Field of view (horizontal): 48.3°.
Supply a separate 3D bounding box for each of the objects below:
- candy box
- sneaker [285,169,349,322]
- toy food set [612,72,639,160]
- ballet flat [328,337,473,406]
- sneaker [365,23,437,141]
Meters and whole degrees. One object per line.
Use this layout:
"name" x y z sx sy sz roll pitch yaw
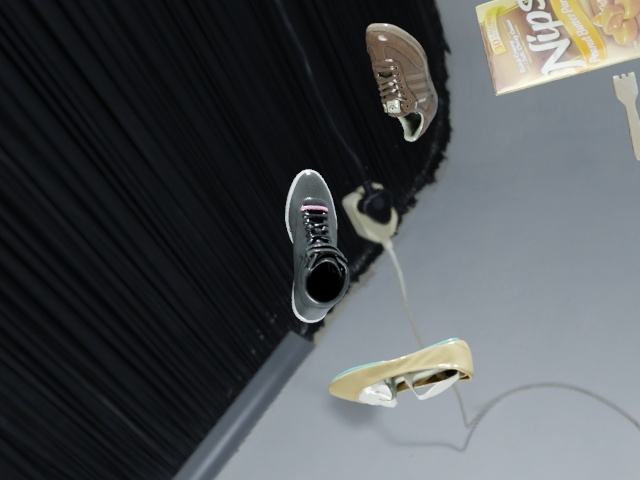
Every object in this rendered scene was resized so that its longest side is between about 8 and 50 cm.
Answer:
"candy box" 0.482 -0.420 1.410 0.316 0.183 0.087 -13 14 16
"sneaker" 0.000 0.000 1.330 0.104 0.296 0.147 2 -10 -16
"toy food set" 0.474 -0.174 0.879 0.192 0.133 0.038 -14 -2 7
"ballet flat" 0.126 0.217 1.107 0.232 0.080 0.073 -20 53 6
"sneaker" 0.108 -0.203 0.939 0.066 0.188 0.071 7 68 34
